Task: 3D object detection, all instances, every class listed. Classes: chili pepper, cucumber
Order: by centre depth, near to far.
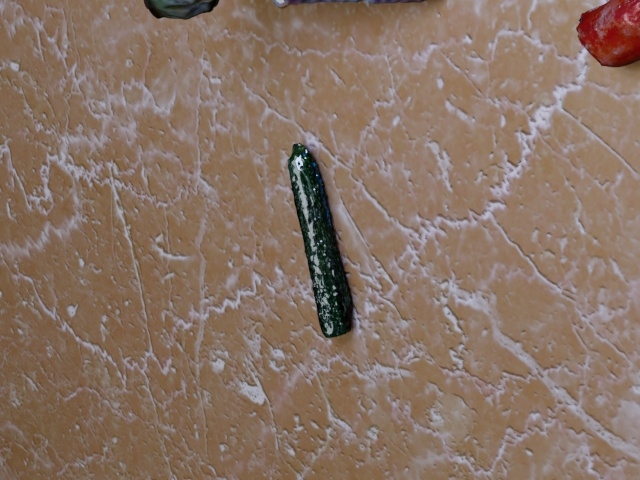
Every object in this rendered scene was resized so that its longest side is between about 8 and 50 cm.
[{"bbox_3d":[0.318,-0.222,1.634,0.123,0.070,0.073,-33,66,51],"label":"chili pepper"},{"bbox_3d":[-0.001,0.000,2.086,0.044,0.043,0.256,-3,104,42],"label":"cucumber"}]

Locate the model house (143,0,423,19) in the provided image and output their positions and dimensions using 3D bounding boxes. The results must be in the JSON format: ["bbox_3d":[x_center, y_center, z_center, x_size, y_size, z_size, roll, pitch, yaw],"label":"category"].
[{"bbox_3d":[0.009,-0.399,1.764,0.339,0.297,0.360,13,120,8],"label":"model house"}]
